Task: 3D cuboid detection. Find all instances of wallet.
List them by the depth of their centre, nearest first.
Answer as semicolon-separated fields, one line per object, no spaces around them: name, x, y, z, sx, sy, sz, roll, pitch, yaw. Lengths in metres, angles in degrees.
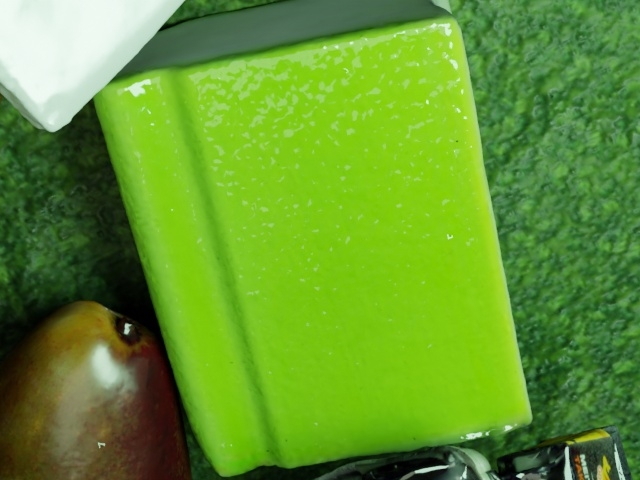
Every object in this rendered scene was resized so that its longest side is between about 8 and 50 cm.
wallet;-0.120;-0.157;0.944;0.183;0.032;0.124;-50;122;-15

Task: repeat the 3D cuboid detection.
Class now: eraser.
eraser;0.000;0.000;1.054;0.210;0.092;0.274;-11;118;1

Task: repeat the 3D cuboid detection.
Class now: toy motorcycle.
toy motorcycle;0.044;0.175;1.094;0.157;0.091;0.263;-5;169;-44

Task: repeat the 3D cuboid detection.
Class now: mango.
mango;-0.144;0.153;1.113;0.133;0.111;0.267;-12;120;-17

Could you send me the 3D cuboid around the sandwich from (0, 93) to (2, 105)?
sandwich;-0.265;-0.090;0.934;0.215;0.065;0.186;-11;124;-37
